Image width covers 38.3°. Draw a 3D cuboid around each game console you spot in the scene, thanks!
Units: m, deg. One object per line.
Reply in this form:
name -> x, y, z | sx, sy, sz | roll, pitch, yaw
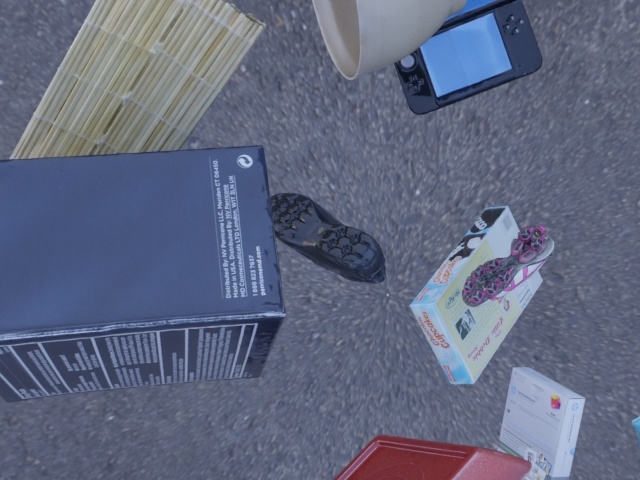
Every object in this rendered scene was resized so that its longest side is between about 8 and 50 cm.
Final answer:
game console -> 0.134, -0.208, 0.914 | 0.144, 0.085, 0.124 | -19, 86, 13

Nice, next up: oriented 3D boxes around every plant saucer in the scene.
plant saucer -> 0.058, 0.296, 0.977 | 0.259, 0.258, 0.048 | -41, 102, -26

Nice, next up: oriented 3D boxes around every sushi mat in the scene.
sushi mat -> -0.200, -0.146, 0.957 | 0.151, 0.019, 0.316 | 29, 126, -19

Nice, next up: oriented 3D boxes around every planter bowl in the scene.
planter bowl -> 0.057, -0.226, 0.765 | 0.109, 0.162, 0.162 | -16, 86, -9

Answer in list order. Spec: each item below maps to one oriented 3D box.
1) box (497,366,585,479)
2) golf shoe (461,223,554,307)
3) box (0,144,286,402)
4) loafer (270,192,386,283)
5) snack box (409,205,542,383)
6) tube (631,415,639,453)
box -> 0.347, 0.314, 1.478 | 0.038, 0.145, 0.186 | 3, 101, -25
golf shoe -> 0.328, 0.058, 1.586 | 0.186, 0.086, 0.067 | -39, 49, 6
box -> -0.203, 0.043, 0.946 | 0.293, 0.296, 0.183 | -5, 71, -11
loafer -> 0.000, 0.000, 1.259 | 0.223, 0.078, 0.076 | 29, 70, 40
snack box -> 0.304, 0.099, 1.752 | 0.322, 0.060, 0.187 | -46, 116, -39
tube -> 0.345, 0.187, 0.915 | 0.080, 0.207, 0.052 | -35, 59, -1
